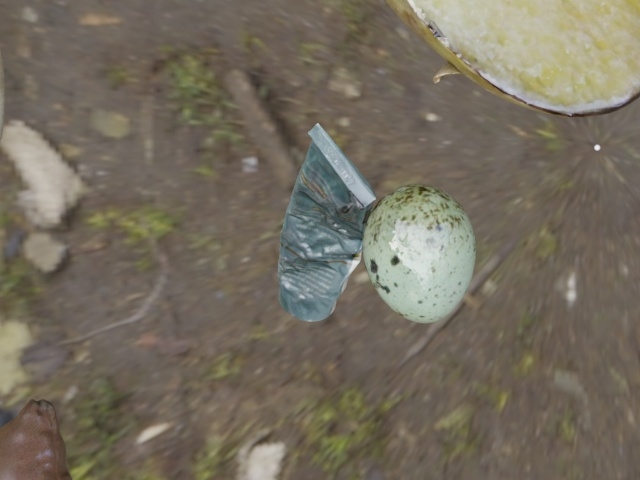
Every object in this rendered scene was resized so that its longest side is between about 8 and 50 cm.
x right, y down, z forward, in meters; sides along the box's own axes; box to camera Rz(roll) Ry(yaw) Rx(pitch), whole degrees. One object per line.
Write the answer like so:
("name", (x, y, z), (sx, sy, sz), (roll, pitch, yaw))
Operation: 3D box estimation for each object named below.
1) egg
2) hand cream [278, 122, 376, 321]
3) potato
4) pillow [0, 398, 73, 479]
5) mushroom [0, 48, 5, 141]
("egg", (0.075, 0.011, 1.478), (0.085, 0.085, 0.110), (-12, 115, 8))
("hand cream", (0.000, 0.001, 1.636), (0.075, 0.248, 0.052), (31, 63, 9))
("potato", (0.127, -0.209, 1.498), (0.239, 0.116, 0.299), (-34, 86, -35))
("pillow", (-0.245, 0.298, 1.314), (0.308, 0.108, 0.305), (-29, 72, 30))
("mushroom", (-0.318, -0.084, 1.262), (0.184, 0.255, 0.255), (-4, 93, 52))
